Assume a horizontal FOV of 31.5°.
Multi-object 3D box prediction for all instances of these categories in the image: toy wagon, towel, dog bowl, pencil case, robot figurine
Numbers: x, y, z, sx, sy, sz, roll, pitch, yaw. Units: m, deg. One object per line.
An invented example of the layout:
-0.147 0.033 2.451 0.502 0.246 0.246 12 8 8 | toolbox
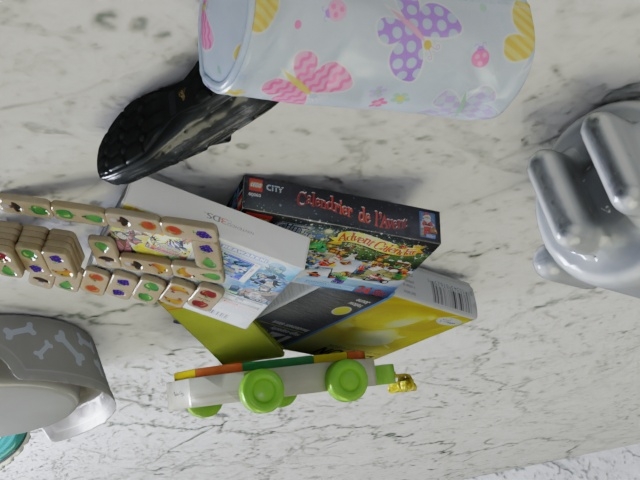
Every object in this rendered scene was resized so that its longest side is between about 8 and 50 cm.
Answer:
-0.032 0.195 1.565 0.344 0.068 0.267 -4 173 -24 | toy wagon
-0.140 0.091 1.447 0.102 0.021 0.237 -9 142 25 | towel
-0.460 0.201 1.555 0.348 0.102 0.349 -9 156 -4 | dog bowl
0.038 -0.164 0.911 0.273 0.114 0.124 1 144 -25 | pencil case
0.376 -0.033 1.243 0.300 0.200 0.353 -33 148 34 | robot figurine

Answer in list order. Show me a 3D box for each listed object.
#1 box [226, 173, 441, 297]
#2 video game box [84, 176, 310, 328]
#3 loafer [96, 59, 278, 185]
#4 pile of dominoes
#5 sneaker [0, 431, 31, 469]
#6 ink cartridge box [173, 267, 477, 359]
0.000 0.000 1.304 0.233 0.044 0.159 10 152 -17 | box
-0.140 0.017 1.253 0.205 0.048 0.187 21 151 -15 | video game box
-0.113 -0.107 1.022 0.223 0.076 0.078 -29 143 30 | loafer
-0.226 0.030 1.220 0.251 0.040 0.196 8 150 7 | pile of dominoes
-0.587 0.314 1.770 0.275 0.107 0.110 -12 147 2 | sneaker
0.008 0.110 1.589 0.307 0.072 0.303 -30 150 35 | ink cartridge box
